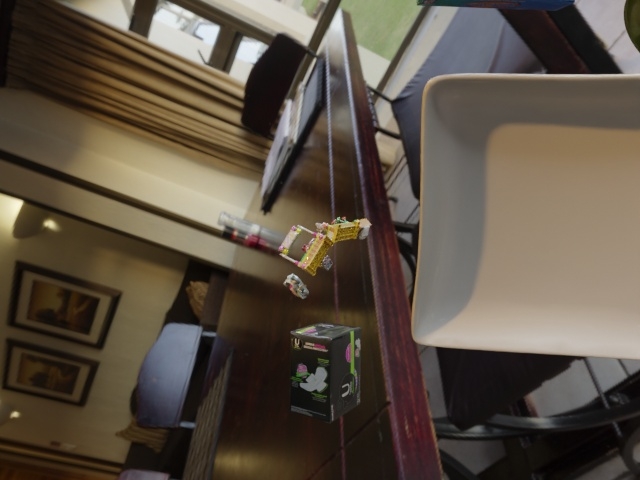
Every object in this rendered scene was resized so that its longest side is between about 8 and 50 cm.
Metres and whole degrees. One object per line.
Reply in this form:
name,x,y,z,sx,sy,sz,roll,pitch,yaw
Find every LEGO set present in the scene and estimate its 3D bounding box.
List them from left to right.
LEGO set,0.000,0.000,1.193,0.287,0.107,0.132,-45,-38,-27

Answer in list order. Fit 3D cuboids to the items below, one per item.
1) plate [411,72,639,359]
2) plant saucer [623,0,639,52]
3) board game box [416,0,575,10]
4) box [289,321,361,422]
plate,0.224,-0.012,0.423,0.045,0.278,0.277,-73,-18,-56
plant saucer,0.537,-0.290,0.654,0.037,0.241,0.241,-50,18,3
board game box,0.237,-0.399,0.645,0.047,0.210,0.160,-125,34,-76
box,0.006,0.132,0.499,0.052,0.062,0.083,3,95,34
